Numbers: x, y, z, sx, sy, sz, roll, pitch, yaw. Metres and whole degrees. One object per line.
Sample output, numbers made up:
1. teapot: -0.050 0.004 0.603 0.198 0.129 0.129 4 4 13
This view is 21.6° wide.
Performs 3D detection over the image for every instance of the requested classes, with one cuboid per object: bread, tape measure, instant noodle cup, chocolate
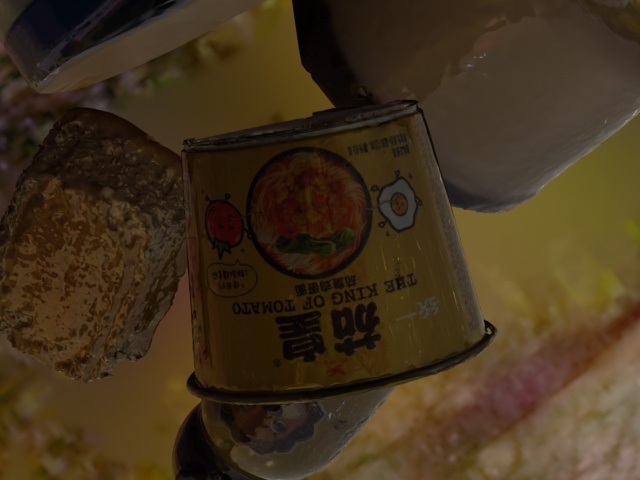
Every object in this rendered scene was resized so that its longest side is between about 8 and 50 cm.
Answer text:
1. bread: -0.204 0.007 1.500 0.121 0.174 0.245 -61 176 -57
2. tape measure: -0.191 -0.253 1.620 0.262 0.138 0.259 -26 178 19
3. instant noodle cup: 0.000 0.000 0.960 0.182 0.144 0.182 -10 -172 2
4. chocolate: 0.176 -0.222 1.497 0.297 0.314 0.326 -41 -143 27

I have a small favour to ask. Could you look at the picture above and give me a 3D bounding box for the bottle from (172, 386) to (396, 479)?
1. bottle: -0.035 0.163 1.744 0.351 0.171 0.171 -55 171 34
